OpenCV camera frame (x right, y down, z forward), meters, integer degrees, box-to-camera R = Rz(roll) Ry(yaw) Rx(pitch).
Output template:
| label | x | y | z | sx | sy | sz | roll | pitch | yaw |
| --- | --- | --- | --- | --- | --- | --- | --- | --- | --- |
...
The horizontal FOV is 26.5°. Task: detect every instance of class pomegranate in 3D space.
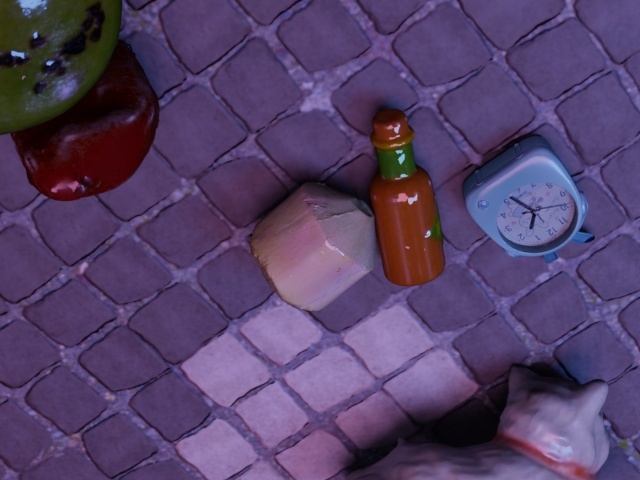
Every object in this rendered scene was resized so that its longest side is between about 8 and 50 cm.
| label | x | y | z | sx | sy | sz | roll | pitch | yaw |
| --- | --- | --- | --- | --- | --- | --- | --- | --- | --- |
| pomegranate | -0.255 | -0.229 | 1.148 | 0.323 | 0.291 | 0.291 | 4 | 121 | -11 |

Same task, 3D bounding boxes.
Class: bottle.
| label | x | y | z | sx | sy | sz | roll | pitch | yaw |
| --- | --- | --- | --- | --- | --- | --- | --- | --- | --- |
| bottle | 0.084 | -0.045 | 1.388 | 0.069 | 0.069 | 0.187 | -10 | 122 | 4 |

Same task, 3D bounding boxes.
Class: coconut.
| label | x | y | z | sx | sy | sz | roll | pitch | yaw |
| --- | --- | --- | --- | --- | --- | --- | --- | --- | --- |
| coconut | 0.000 | 0.000 | 1.390 | 0.122 | 0.116 | 0.116 | -35 | 116 | 16 |

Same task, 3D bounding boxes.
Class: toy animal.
| label | x | y | z | sx | sy | sz | roll | pitch | yaw |
| --- | --- | --- | --- | --- | --- | --- | --- | --- | --- |
| toy animal | 0.173 | 0.240 | 1.523 | 0.308 | 0.266 | 0.188 | 13 | 113 | 40 |

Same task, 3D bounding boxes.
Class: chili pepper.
| label | x | y | z | sx | sy | sz | roll | pitch | yaw |
| --- | --- | --- | --- | --- | --- | --- | --- | --- | --- |
| chili pepper | -0.210 | -0.097 | 1.245 | 0.144 | 0.252 | 0.136 | 19 | 109 | -22 |

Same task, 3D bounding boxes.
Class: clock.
| label | x | y | z | sx | sy | sz | roll | pitch | yaw |
| --- | --- | --- | --- | --- | --- | --- | --- | --- | --- |
| clock | 0.225 | -0.029 | 1.416 | 0.108 | 0.045 | 0.147 | -34 | 117 | 18 |
